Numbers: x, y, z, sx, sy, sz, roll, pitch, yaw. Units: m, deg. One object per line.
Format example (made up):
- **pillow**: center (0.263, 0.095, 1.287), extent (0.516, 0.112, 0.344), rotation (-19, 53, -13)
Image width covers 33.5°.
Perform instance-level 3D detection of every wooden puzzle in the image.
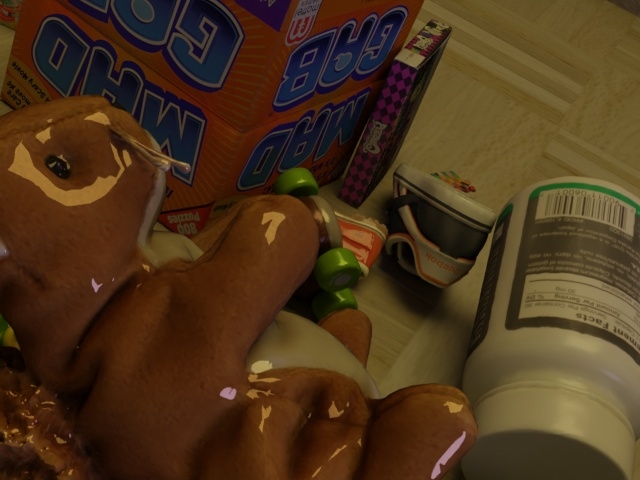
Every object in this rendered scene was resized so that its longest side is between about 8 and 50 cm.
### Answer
- **wooden puzzle**: center (0.206, -0.093, 1.683), extent (0.083, 0.006, 0.049), rotation (-6, 44, -40)

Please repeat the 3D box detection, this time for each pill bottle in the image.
- **pill bottle**: center (0.270, 0.115, 1.187), extent (0.204, 0.204, 0.361), rotation (23, 48, -3)

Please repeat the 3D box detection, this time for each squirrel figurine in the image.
- **squirrel figurine**: center (-0.161, 0.102, 0.788), extent (0.370, 0.397, 0.281), rotation (42, 5, -18)

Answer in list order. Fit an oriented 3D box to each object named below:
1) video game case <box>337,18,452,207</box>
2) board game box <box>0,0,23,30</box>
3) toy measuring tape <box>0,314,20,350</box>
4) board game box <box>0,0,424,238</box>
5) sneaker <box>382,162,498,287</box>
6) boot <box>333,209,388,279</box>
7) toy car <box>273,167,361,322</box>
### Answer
- **video game case**: center (0.110, -0.187, 1.543), extent (0.042, 0.232, 0.210), rotation (27, 33, 7)
- **board game box**: center (-0.411, -0.346, 1.539), extent (0.154, 0.103, 0.026), rotation (23, 32, -3)
- **toy measuring tape**: center (-0.408, 0.031, 0.986), extent (0.330, 0.121, 0.121), rotation (22, 32, -4)
- **board game box**: center (-0.131, -0.275, 1.388), extent (0.356, 0.356, 0.356), rotation (37, 34, 17)
- **sneaker**: center (0.144, -0.023, 1.449), extent (0.126, 0.127, 0.321), rotation (25, 8, -6)
- **boot**: center (0.000, 0.000, 1.363), extent (0.158, 0.059, 0.084), rotation (15, 58, 10)
- **toy car**: center (-0.070, 0.028, 1.241), extent (0.188, 0.149, 0.155), rotation (-18, 56, -14)
